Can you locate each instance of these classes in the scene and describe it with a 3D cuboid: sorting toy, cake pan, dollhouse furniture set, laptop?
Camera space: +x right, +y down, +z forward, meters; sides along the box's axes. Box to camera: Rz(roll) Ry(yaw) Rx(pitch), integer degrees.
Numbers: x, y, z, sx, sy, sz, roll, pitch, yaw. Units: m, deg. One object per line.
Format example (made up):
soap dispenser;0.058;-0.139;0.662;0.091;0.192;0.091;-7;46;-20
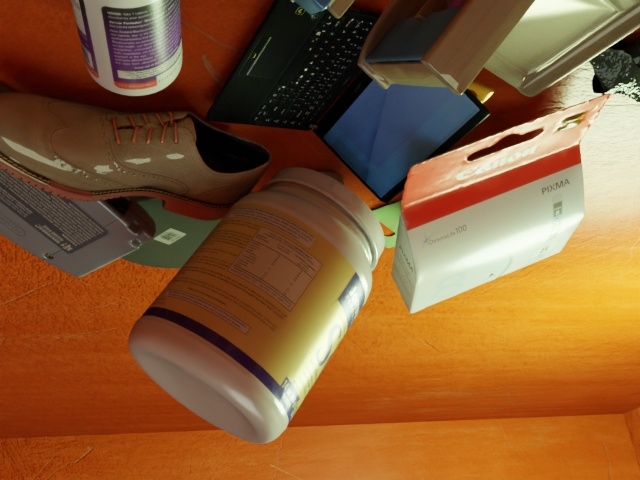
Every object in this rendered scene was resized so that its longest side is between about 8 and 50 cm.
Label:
sorting toy;0.258;-0.272;0.783;0.196;0.047;0.348;22;141;-34
cake pan;-0.254;-0.029;1.132;0.293;0.054;0.293;-4;152;-2
dollhouse furniture set;0.058;-0.325;0.605;0.303;0.198;0.286;37;92;-21
laptop;0.025;-0.162;0.839;0.264;0.136;0.234;0;153;-33

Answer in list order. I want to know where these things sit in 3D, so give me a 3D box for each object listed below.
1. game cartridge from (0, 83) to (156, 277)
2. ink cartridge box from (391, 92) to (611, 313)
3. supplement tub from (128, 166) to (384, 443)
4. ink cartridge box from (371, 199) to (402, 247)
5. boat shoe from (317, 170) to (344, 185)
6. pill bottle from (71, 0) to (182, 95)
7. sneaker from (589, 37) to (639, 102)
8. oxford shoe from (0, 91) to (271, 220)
game cartridge;-0.406;-0.069;0.935;0.198;0.062;0.297;-19;129;32
ink cartridge box;0.276;-0.038;1.024;0.308;0.091;0.385;-21;156;-7
supplement tub;-0.076;0.082;0.919;0.241;0.331;0.241;27;151;16
ink cartridge box;0.194;-0.028;1.223;0.235;0.056;0.171;-23;148;26
boat shoe;0.000;0.000;1.182;0.113;0.103;0.302;-6;152;1
pill bottle;-0.197;-0.249;0.666;0.108;0.108;0.193;0;152;-10
sneaker;0.415;-0.224;0.900;0.089;0.051;0.170;-18;145;22
oxford shoe;-0.243;-0.134;0.864;0.397;0.140;0.146;8;148;-45
